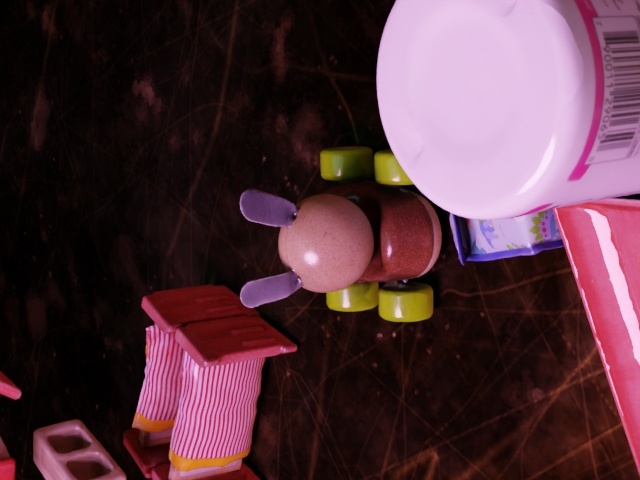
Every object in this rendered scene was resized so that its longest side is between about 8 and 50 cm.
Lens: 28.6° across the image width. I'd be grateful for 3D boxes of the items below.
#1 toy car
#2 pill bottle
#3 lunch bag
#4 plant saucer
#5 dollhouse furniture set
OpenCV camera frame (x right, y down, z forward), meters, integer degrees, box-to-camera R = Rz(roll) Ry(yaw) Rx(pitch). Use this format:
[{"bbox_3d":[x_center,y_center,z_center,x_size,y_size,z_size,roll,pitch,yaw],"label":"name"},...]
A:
[{"bbox_3d":[0.000,0.000,1.130,0.149,0.188,0.155,7,103,50],"label":"toy car"},{"bbox_3d":[0.188,-0.107,0.802,0.160,0.283,0.160,13,107,49],"label":"pill bottle"},{"bbox_3d":[0.145,-0.050,1.026,0.151,0.096,0.128,-9,93,65],"label":"lunch bag"},{"bbox_3d":[0.258,0.085,0.843,0.259,0.048,0.258,-158,48,-79],"label":"plant saucer"},{"bbox_3d":[-0.232,0.187,1.310,0.152,0.374,0.201,38,127,46],"label":"dollhouse furniture set"}]
